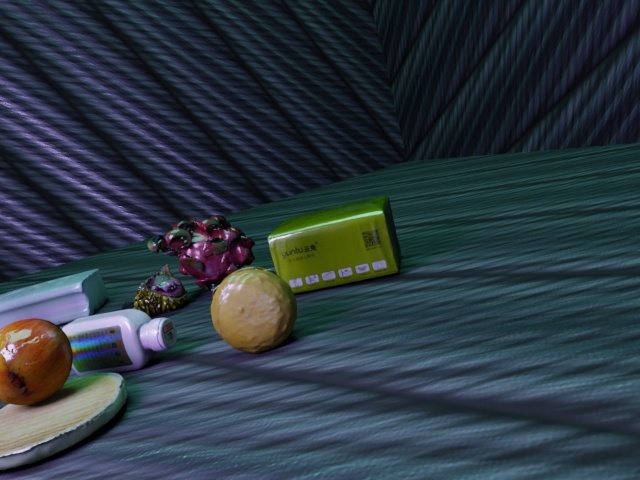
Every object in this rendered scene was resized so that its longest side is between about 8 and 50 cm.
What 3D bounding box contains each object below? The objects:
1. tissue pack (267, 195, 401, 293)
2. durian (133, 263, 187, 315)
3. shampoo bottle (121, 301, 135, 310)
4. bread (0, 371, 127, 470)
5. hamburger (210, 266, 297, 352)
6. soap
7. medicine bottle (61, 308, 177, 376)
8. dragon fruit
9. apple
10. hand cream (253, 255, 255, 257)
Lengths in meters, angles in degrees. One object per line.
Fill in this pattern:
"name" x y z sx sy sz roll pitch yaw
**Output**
"tissue pack" 0.040 0.009 1.350 0.275 0.167 0.200 -12 11 13
"durian" -0.412 0.155 1.477 0.108 0.118 0.186 23 16 -2
"shampoo bottle" -0.524 0.189 1.559 0.048 0.027 0.137 -17 11 -24
"bread" -0.439 0.288 0.910 0.267 0.040 0.267 -14 10 3
"hamburger" -0.121 0.125 1.034 0.162 0.161 0.115 -16 6 -6
"soap" -0.849 0.196 1.726 0.347 0.114 0.208 -15 10 0
"medicine bottle" -0.391 0.197 1.106 0.219 0.115 0.078 -11 10 16
"dragon fruit" -0.317 0.017 1.563 0.219 0.273 0.198 -11 46 40
"apple" -0.487 0.201 0.931 0.147 0.146 0.146 -14 11 3
"hand cream" -0.276 0.068 1.857 0.122 0.023 0.036 -14 7 -15
